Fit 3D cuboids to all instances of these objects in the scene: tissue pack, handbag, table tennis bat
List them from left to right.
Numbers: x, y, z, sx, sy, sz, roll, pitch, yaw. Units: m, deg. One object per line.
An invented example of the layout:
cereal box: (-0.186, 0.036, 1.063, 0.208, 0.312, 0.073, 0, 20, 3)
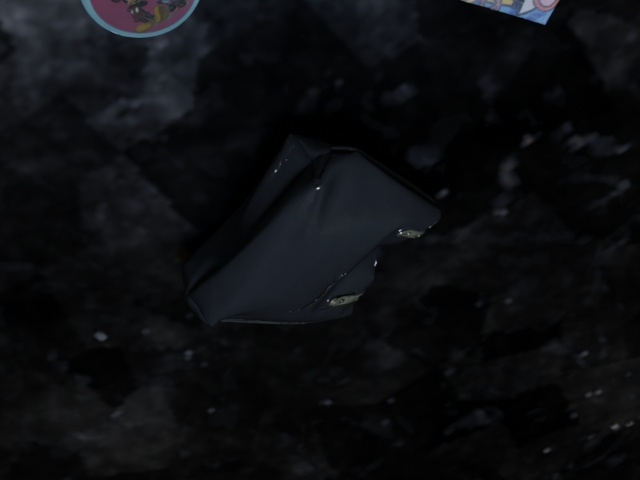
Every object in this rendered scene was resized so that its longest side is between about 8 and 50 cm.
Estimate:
table tennis bat: (-0.244, -0.343, 1.674, 0.153, 0.040, 0.244, -28, 136, 12)
handbag: (0.000, 0.000, 1.971, 0.288, 0.152, 0.342, 15, 130, -39)
tissue pack: (0.248, -0.355, 1.757, 0.155, 0.065, 0.115, 13, 126, -23)
